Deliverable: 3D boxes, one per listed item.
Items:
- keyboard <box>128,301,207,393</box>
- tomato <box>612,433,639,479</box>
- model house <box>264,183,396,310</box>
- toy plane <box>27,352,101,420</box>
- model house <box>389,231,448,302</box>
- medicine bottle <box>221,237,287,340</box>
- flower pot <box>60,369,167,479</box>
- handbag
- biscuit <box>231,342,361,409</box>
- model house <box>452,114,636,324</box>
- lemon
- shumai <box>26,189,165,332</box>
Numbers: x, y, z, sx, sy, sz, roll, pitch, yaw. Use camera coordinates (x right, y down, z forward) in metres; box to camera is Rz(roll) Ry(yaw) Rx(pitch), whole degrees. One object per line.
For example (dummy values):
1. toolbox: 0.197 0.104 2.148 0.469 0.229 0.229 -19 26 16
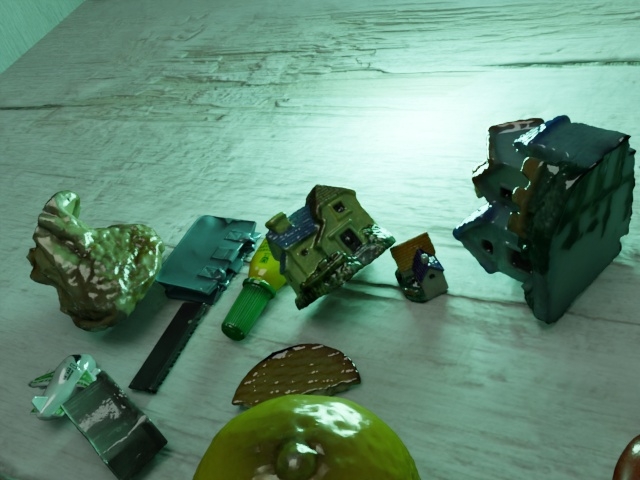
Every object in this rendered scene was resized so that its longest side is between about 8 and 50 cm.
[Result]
1. keyboard: -0.313 0.219 1.511 0.072 0.023 0.231 -2 44 34
2. tomato: 0.455 0.325 0.933 0.167 0.167 0.167 -13 41 12
3. model house: 0.000 0.000 1.416 0.214 0.189 0.195 -35 -4 -15
4. toy plane: -0.520 0.295 1.477 0.173 0.080 0.174 -14 30 8
5. model house: 0.186 0.050 1.397 0.087 0.100 0.101 -23 40 0
6. medicine bottle: -0.115 0.077 1.529 0.111 0.076 0.309 5 47 33
7. flower pot: -0.385 0.341 1.347 0.108 0.103 0.229 -41 43 -22
8. handbag: -0.247 0.041 1.648 0.179 0.062 0.229 8 49 28
9. biscuit: -0.039 0.262 1.326 0.228 0.031 0.176 4 48 27
10. model house: 0.356 -0.082 1.310 0.251 0.295 0.329 -35 44 -20
11. lemon: -0.019 0.362 0.970 0.363 0.364 0.364 -13 41 12
12. shumai: -0.507 0.031 1.581 0.267 0.262 0.314 -39 30 7
